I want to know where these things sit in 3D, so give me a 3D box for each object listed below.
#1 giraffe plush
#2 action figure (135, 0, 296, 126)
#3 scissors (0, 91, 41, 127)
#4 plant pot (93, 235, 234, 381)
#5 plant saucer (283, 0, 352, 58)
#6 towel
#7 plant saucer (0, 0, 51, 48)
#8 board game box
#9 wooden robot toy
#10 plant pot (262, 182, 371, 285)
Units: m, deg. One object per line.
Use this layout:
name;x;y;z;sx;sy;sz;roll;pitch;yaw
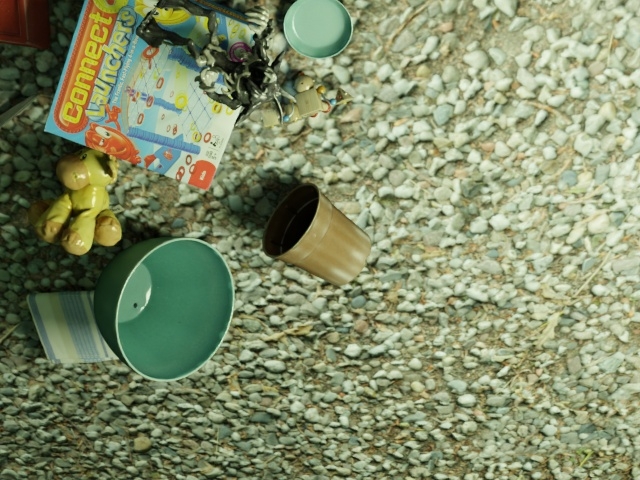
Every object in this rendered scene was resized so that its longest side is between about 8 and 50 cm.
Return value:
giraffe plush;-0.443;-0.099;1.705;0.181;0.210;0.171;26;124;15
action figure;-0.150;-0.293;1.426;0.275;0.164;0.141;33;166;-11
scissors;-0.640;-0.206;1.737;0.297;0.021;0.109;-15;123;14
plant pot;-0.349;0.122;1.837;0.195;0.290;0.290;13;139;42
plant saucer;-0.004;-0.372;1.551;0.119;0.021;0.119;2;129;3
towel;-0.504;0.191;2.028;0.285;0.034;0.209;-4;126;5
plant saucer;-0.598;-0.448;1.522;0.258;0.048;0.259;8;129;-2
board game box;-0.281;-0.281;1.553;0.301;0.086;0.308;20;111;-11
wooden robot toy;-0.030;-0.262;1.628;0.173;0.076;0.079;-17;90;17
plant pot;0.000;0.000;1.765;0.165;0.167;0.167;34;123;-29
